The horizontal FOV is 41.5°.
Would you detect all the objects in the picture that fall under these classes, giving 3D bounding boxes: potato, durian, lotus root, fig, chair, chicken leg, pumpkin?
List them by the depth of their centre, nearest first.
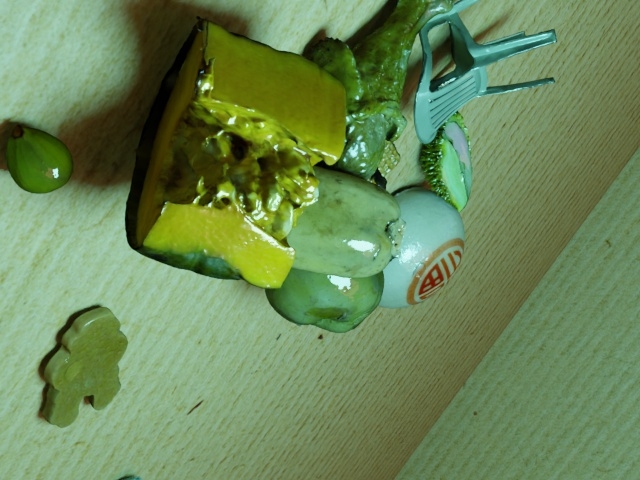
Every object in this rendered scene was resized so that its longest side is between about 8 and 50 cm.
[{"bbox_3d":[-0.336,-0.098,0.996,0.074,0.074,0.088,-43,133,-14],"label":"fig"},{"bbox_3d":[-0.113,-0.104,1.071,0.225,0.256,0.303,22,105,-22],"label":"pumpkin"},{"bbox_3d":[-0.009,-0.033,1.265,0.146,0.284,0.160,110,-10,-55],"label":"lotus root"},{"bbox_3d":[0.071,-0.271,1.336,0.211,0.140,0.361,22,83,-48],"label":"chicken leg"},{"bbox_3d":[-0.001,0.002,1.448,0.218,0.202,0.351,-15,115,-12],"label":"potato"},{"bbox_3d":[0.269,-0.314,1.502,0.275,0.190,0.203,-21,150,5],"label":"chair"},{"bbox_3d":[0.255,-0.174,1.739,0.137,0.096,0.220,-70,153,-43],"label":"durian"}]

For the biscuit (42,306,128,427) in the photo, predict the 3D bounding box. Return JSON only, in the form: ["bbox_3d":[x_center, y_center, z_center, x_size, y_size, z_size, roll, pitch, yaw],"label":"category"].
[{"bbox_3d":[-0.372,0.199,1.338,0.144,0.040,0.236,-30,145,-46],"label":"biscuit"}]

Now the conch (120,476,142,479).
[{"bbox_3d":[-0.386,0.499,1.659,0.085,0.057,0.076,-59,161,-74],"label":"conch"}]

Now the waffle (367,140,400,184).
[{"bbox_3d":[0.090,-0.156,1.570,0.102,0.042,0.148,-47,152,-2],"label":"waffle"}]

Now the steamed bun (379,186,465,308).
[{"bbox_3d":[0.200,0.032,1.813,0.283,0.177,0.283,-35,149,-25],"label":"steamed bun"}]
